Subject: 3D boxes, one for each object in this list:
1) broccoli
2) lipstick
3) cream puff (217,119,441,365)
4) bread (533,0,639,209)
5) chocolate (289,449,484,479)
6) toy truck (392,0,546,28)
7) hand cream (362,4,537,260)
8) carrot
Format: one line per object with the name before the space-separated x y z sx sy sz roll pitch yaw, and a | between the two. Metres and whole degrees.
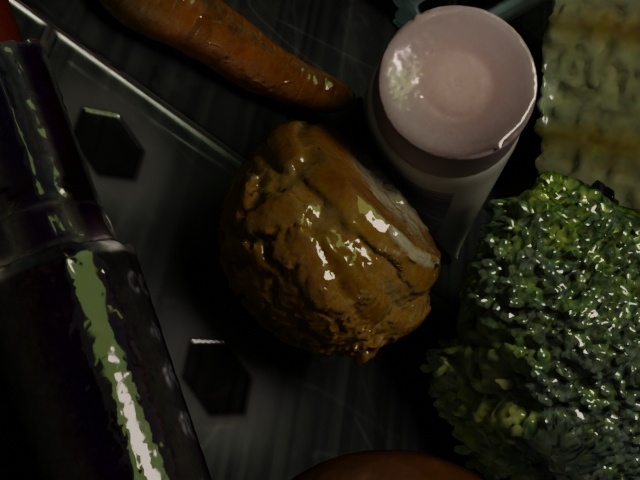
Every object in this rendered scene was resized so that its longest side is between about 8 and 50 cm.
broccoli | 0.165 0.065 0.749 0.176 0.198 0.226 25 4 12
lipstick | -0.124 0.009 0.539 0.081 0.081 0.299 -7 70 -50
cream puff | 0.000 0.004 0.655 0.126 0.103 0.144 41 12 -22
bread | 0.303 -0.125 0.920 0.264 0.239 0.395 -34 132 -64
chocolate | 0.019 0.178 0.509 0.177 0.177 0.177 28 46 -32
toy truck | 0.128 -0.280 0.988 0.162 0.136 0.305 48 34 -26
hand cream | 0.067 -0.059 0.726 0.133 0.083 0.248 64 -5 5
carrot | -0.053 -0.119 0.740 0.191 0.047 0.047 28 45 -34
